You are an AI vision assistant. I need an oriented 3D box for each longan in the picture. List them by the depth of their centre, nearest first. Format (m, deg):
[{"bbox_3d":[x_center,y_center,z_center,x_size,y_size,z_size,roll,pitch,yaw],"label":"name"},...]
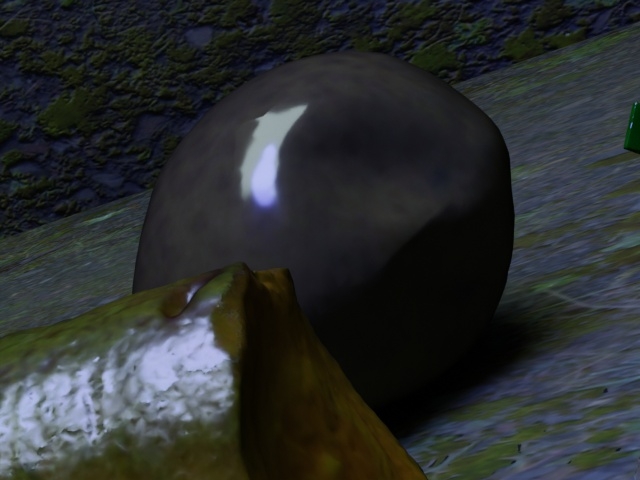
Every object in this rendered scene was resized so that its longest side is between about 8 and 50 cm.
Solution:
[{"bbox_3d":[0.000,0.000,1.283,0.288,0.288,0.350,-12,25,43],"label":"longan"}]

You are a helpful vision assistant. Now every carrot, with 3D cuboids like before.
[{"bbox_3d":[-0.116,0.158,0.857,0.340,0.242,0.241,-21,11,5],"label":"carrot"}]

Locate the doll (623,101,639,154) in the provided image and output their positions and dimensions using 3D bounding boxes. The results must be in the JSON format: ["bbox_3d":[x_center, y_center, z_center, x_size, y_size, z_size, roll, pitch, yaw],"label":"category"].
[{"bbox_3d":[0.347,-0.064,1.292,0.186,0.106,0.134,7,-14,38],"label":"doll"}]

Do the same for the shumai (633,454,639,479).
[{"bbox_3d":[0.191,0.149,0.618,0.201,0.201,0.120,-35,-25,-48],"label":"shumai"}]
